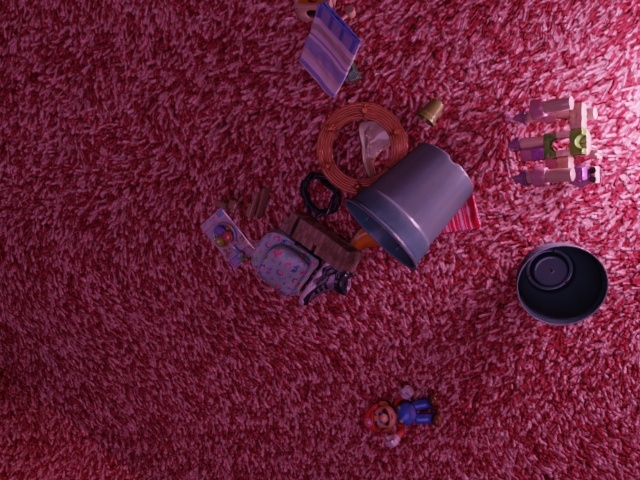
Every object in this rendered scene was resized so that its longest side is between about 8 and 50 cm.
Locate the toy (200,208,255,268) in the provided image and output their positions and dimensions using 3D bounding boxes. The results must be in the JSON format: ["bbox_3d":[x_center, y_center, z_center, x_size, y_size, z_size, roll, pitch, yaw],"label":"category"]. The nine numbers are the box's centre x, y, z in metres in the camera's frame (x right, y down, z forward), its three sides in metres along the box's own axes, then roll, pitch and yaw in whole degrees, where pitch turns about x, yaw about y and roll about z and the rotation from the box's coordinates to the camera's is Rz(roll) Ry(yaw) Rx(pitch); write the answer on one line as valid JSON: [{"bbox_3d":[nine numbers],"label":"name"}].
[{"bbox_3d":[-0.398,-0.003,2.119,0.137,0.056,0.237,-39,94,18],"label":"toy"}]

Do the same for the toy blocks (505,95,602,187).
[{"bbox_3d":[0.769,-0.319,1.714,0.260,0.309,0.288,0,95,46],"label":"toy blocks"}]

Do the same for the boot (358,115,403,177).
[{"bbox_3d":[0.234,-0.347,1.873,0.165,0.077,0.213,-7,103,12],"label":"boot"}]

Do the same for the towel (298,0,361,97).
[{"bbox_3d":[0.025,-0.655,1.746,0.209,0.034,0.285,50,152,8],"label":"towel"}]

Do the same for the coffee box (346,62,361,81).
[{"bbox_3d":[0.083,-0.657,1.798,0.040,0.113,0.184,-27,100,17],"label":"coffee box"}]

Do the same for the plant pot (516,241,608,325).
[{"bbox_3d":[0.844,0.132,1.807,0.293,0.196,0.293,3,106,11],"label":"plant pot"}]

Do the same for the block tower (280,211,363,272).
[{"bbox_3d":[0.000,0.000,1.946,0.335,0.097,0.091,34,111,25],"label":"block tower"}]

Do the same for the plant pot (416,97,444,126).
[{"bbox_3d":[0.401,-0.466,1.806,0.083,0.083,0.079,39,97,0],"label":"plant pot"}]

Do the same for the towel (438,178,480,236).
[{"bbox_3d":[0.444,-0.114,1.873,0.275,0.031,0.199,-9,89,5],"label":"towel"}]

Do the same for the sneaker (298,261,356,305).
[{"bbox_3d":[0.031,0.196,2.054,0.153,0.101,0.268,38,107,3],"label":"sneaker"}]

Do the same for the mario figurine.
[{"bbox_3d":[0.335,0.735,2.095,0.320,0.198,0.170,-14,124,11],"label":"mario figurine"}]

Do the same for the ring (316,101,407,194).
[{"bbox_3d":[0.148,-0.335,1.837,0.336,0.032,0.336,2,100,10],"label":"ring"}]

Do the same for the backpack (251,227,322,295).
[{"bbox_3d":[-0.149,0.082,2.026,0.253,0.191,0.225,38,111,5],"label":"backpack"}]

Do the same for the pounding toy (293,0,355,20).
[{"bbox_3d":[0.018,-0.819,1.739,0.206,0.094,0.181,7,79,11],"label":"pounding toy"}]

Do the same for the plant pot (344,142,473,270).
[{"bbox_3d":[0.319,-0.132,1.727,0.334,0.341,0.341,-44,93,-3],"label":"plant pot"}]

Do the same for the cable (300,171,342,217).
[{"bbox_3d":[0.000,-0.185,1.979,0.150,0.047,0.184,-16,97,11],"label":"cable"}]

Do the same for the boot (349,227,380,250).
[{"bbox_3d":[0.242,0.001,1.953,0.211,0.104,0.295,31,105,3],"label":"boot"}]

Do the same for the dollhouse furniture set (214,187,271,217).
[{"bbox_3d":[-0.312,-0.175,2.020,0.151,0.144,0.123,23,105,21],"label":"dollhouse furniture set"}]
